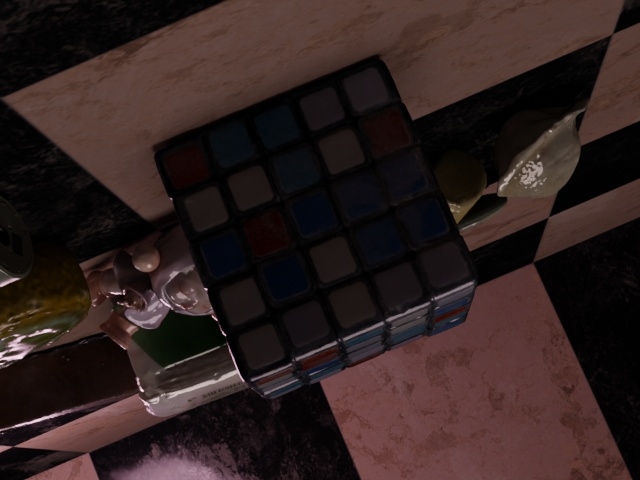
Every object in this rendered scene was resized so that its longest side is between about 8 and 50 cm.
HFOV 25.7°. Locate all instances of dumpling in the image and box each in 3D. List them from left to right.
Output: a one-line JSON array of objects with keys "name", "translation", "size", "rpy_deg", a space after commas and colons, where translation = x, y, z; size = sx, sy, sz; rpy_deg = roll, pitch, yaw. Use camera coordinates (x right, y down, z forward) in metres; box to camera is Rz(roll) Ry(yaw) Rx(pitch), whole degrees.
[{"name": "dumpling", "translation": [0.333, -0.146, 2.085], "size": [0.216, 0.126, 0.166], "rpy_deg": [-10, 147, -39]}]

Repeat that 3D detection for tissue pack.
[{"name": "tissue pack", "translation": [-0.145, 0.144, 2.287], "size": [0.357, 0.193, 0.266], "rpy_deg": [-20, 169, -7]}]

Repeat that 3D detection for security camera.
[{"name": "security camera", "translation": [0.199, -0.034, 2.445], "size": [0.302, 0.080, 0.157], "rpy_deg": [-30, -170, -35]}]

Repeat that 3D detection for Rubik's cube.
[{"name": "Rubik's cube", "translation": [0.000, 0.000, 1.654], "size": [0.287, 0.293, 0.292], "rpy_deg": [-23, 170, -1]}]

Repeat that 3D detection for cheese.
[{"name": "cheese", "translation": [0.177, -0.055, 2.166], "size": [0.123, 0.094, 0.167], "rpy_deg": [-43, 173, -39]}]

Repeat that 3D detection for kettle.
[{"name": "kettle", "translation": [-0.395, 0.021, 1.465], "size": [0.148, 0.098, 0.127], "rpy_deg": [-23, 175, 17]}]

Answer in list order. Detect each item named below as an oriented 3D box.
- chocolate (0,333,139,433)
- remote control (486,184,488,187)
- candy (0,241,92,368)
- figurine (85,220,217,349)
[{"name": "chocolate", "translation": [-0.452, 0.246, 2.368], "size": [0.321, 0.111, 0.112], "rpy_deg": [-14, 168, -37]}, {"name": "remote control", "translation": [0.152, -0.058, 2.305], "size": [0.266, 0.066, 0.090], "rpy_deg": [-24, -176, -17]}, {"name": "candy", "translation": [-0.411, 0.094, 1.749], "size": [0.260, 0.118, 0.260], "rpy_deg": [-27, 173, -4]}, {"name": "figurine", "translation": [-0.196, 0.047, 1.895], "size": [0.276, 0.133, 0.200], "rpy_deg": [-24, 140, 24]}]
